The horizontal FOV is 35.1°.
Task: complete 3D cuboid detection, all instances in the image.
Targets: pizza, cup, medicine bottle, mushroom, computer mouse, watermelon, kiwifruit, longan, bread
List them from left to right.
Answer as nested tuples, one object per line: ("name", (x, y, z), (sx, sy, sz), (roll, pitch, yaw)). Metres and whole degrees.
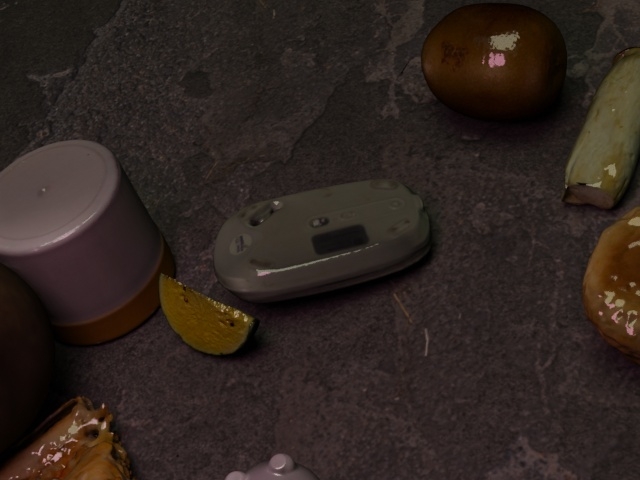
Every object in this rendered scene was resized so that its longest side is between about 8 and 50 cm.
("longan", (-0.530, 0.167, 1.349), (0.360, 0.361, 0.361), (-11, 46, 11))
("pizza", (-0.391, 0.385, 1.236), (0.392, 0.080, 0.435), (-32, 25, -12))
("medicine bottle", (-0.374, 0.002, 1.557), (0.237, 0.232, 0.238), (-11, 45, 11))
("watermelon", (-0.167, 0.122, 1.474), (0.181, 0.092, 0.075), (24, 74, 27))
("cup", (-0.038, 0.340, 1.181), (0.134, 0.142, 0.173), (-32, 46, -11))
("computer mouse", (0.001, 0.004, 1.517), (0.330, 0.095, 0.197), (-11, 47, -1))
("kiwifruit", (0.271, -0.285, 1.616), (0.234, 0.196, 0.196), (16, 56, 31))
("mushroom", (0.448, -0.178, 1.527), (0.100, 0.081, 0.312), (8, 53, 34))
("bread", (0.453, 0.062, 1.265), (0.244, 0.134, 0.244), (-10, 49, 12))
